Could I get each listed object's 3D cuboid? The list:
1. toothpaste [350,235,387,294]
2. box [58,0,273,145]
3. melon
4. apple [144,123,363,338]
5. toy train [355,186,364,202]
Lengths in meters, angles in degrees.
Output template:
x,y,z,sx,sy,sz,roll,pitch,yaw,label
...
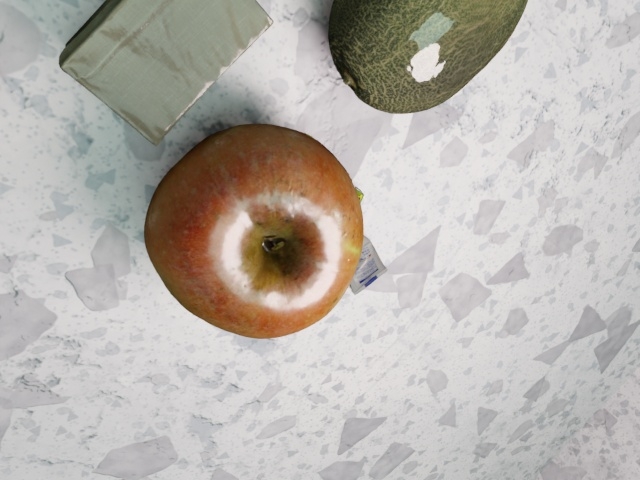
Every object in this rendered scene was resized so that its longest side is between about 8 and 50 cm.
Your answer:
x,y,z,sx,sy,sz,roll,pitch,yaw,label
0.077,0.040,1.037,0.096,0.061,0.266,-37,149,-1,toothpaste
-0.212,-0.279,0.672,0.231,0.149,0.155,-45,127,6,box
0.161,-0.342,0.747,0.329,0.248,0.248,-42,128,-3,melon
-0.098,-0.022,0.800,0.339,0.305,0.338,-5,110,-13,apple
0.000,0.000,1.005,0.085,0.053,0.249,12,114,-36,toy train
